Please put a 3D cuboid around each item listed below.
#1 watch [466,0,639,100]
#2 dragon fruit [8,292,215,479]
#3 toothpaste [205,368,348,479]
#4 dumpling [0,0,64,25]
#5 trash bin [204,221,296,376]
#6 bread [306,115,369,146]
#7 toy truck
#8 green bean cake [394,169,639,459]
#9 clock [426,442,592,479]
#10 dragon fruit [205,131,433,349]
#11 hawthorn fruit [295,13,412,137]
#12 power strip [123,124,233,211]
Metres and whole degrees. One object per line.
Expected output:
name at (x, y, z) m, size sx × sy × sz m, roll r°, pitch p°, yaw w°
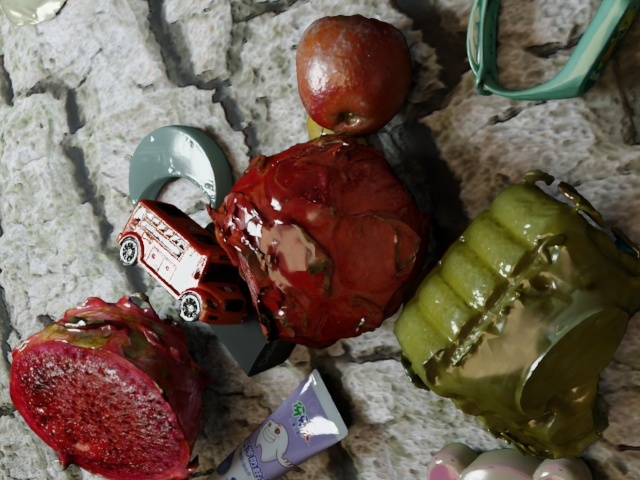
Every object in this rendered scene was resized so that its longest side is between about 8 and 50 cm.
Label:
watch at (0.285, -0.281, 0.903) m, size 0.195 × 0.068 × 0.237 m, roll 35°, pitch 116°, yaw 24°
dragon fruit at (-0.363, 0.264, 1.328) m, size 0.386 × 0.249 × 0.371 m, roll 39°, pitch 128°, yaw -10°
toothpaste at (-0.088, 0.377, 1.282) m, size 0.371 × 0.080 × 0.125 m, roll -44°, pitch 59°, yaw 30°
dumpling at (-0.575, -0.528, 1.409) m, size 0.167 × 0.126 × 0.215 m, roll 19°, pitch 102°, yaw 1°
trash bin at (-0.128, 0.091, 1.228) m, size 0.225 × 0.115 × 0.165 m, roll 44°, pitch 119°, yaw 21°
bread at (0.021, -0.161, 1.110) m, size 0.082 × 0.056 × 0.115 m, roll -31°, pitch 82°, yaw 33°
toy truck at (-0.215, 0.035, 1.156) m, size 0.253 × 0.107 × 0.114 m, roll 35°, pitch 104°, yaw 31°
green bean cake at (0.284, 0.114, 0.880) m, size 0.285 × 0.202 × 0.310 m, roll 33°, pitch 105°, yaw -20°
clock at (0.282, 0.457, 1.029) m, size 0.284 × 0.114 × 0.309 m, roll -5°, pitch 95°, yaw 36°
dragon fruit at (0.000, 0.000, 1.011) m, size 0.302 × 0.295 × 0.295 m, roll -31°, pitch 81°, yaw 9°
hawthorn fruit at (0.044, -0.235, 1.016) m, size 0.173 × 0.173 × 0.172 m, roll 7°, pitch 104°, yaw 32°
power strip at (-0.272, -0.129, 1.315) m, size 0.254 × 0.054 × 0.167 m, roll 4°, pitch 99°, yaw 33°
